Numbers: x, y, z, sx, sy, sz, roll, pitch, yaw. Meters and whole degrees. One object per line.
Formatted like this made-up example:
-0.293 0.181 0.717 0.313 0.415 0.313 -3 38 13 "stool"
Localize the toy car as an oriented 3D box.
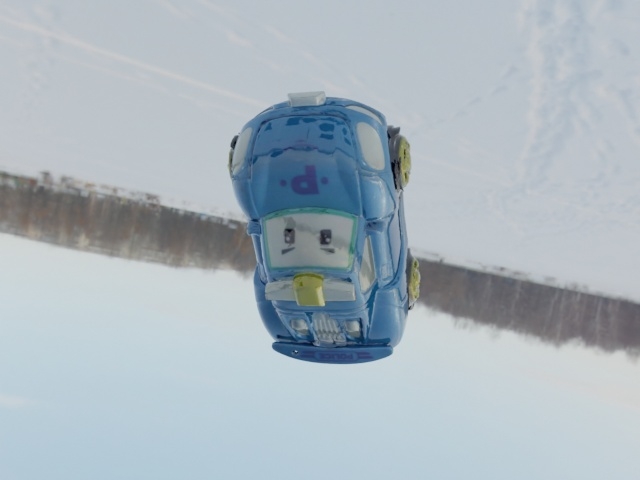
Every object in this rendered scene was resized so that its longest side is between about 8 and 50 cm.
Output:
0.000 0.000 0.757 0.198 0.314 0.166 1 -144 13 "toy car"
